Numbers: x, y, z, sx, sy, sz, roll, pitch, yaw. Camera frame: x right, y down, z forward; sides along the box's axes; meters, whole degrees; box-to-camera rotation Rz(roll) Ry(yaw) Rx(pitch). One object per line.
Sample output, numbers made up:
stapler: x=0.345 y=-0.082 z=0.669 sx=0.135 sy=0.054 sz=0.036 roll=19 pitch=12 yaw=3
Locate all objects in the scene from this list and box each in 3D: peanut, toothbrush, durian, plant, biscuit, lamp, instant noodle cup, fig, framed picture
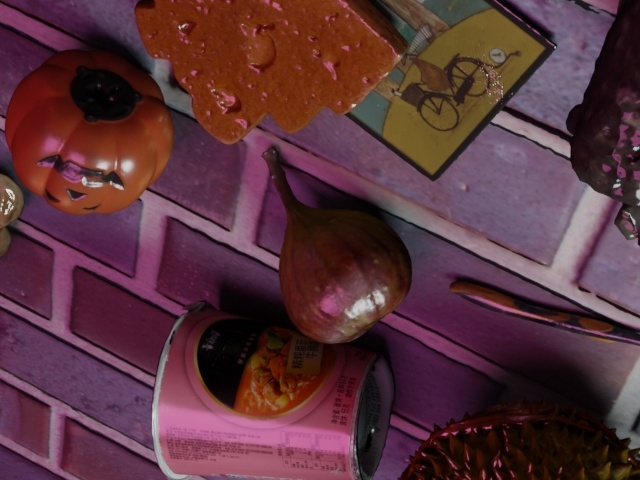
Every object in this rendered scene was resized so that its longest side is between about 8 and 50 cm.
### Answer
peanut: x=-0.461 y=-0.023 z=1.885 sx=0.104 sy=0.086 sz=0.228 roll=29 pitch=138 yaw=-7
toothbrush: x=0.292 y=0.096 z=1.545 sx=0.321 sy=0.023 sz=0.031 roll=19 pitch=134 yaw=17
durian: x=0.235 y=0.348 z=1.576 sx=0.347 sy=0.347 sz=0.384 roll=36 pitch=152 yaw=-1
plant: x=0.322 y=-0.096 z=1.199 sx=0.213 sy=0.215 sz=0.312 roll=25 pitch=141 yaw=7
biscuit: x=-0.050 y=-0.210 z=1.448 sx=0.306 sy=0.043 sz=0.284 roll=10 pitch=132 yaw=24
lamp: x=-0.263 y=-0.117 z=1.590 sx=0.187 sy=0.187 sz=0.164 roll=35 pitch=137 yaw=0
instant noodle cup: x=-0.051 y=0.204 z=1.745 sx=0.255 sy=0.244 sz=0.244 roll=6 pitch=132 yaw=18
fig: x=0.016 y=0.004 z=1.587 sx=0.143 sy=0.231 sz=0.160 roll=0 pitch=149 yaw=-27
framed picture: x=0.047 y=-0.221 z=1.415 sx=0.324 sy=0.013 sz=0.244 roll=37 pitch=139 yaw=-3
